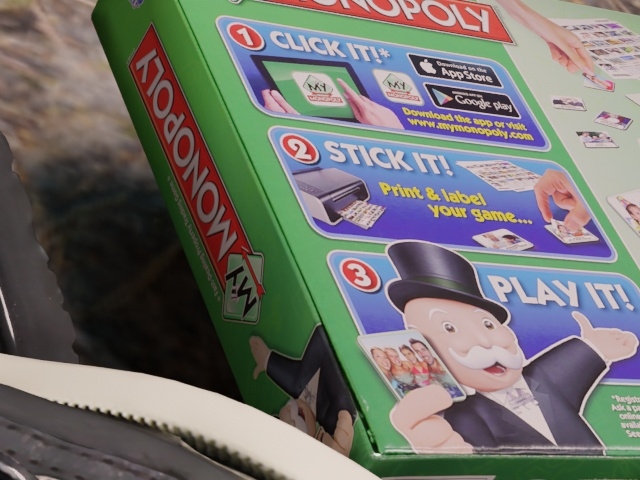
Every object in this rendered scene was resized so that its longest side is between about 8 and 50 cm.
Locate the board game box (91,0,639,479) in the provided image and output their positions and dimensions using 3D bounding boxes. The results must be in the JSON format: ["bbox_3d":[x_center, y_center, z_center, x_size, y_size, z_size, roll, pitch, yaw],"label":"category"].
[{"bbox_3d":[0.100,0.000,0.589,0.317,0.046,0.213,5,43,-33],"label":"board game box"}]

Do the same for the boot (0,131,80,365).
[{"bbox_3d":[-0.205,-0.025,0.533,0.207,0.094,0.246,-10,69,-40],"label":"boot"}]

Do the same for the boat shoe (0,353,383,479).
[{"bbox_3d":[-0.093,0.074,0.336,0.340,0.127,0.113,31,42,5],"label":"boat shoe"}]
